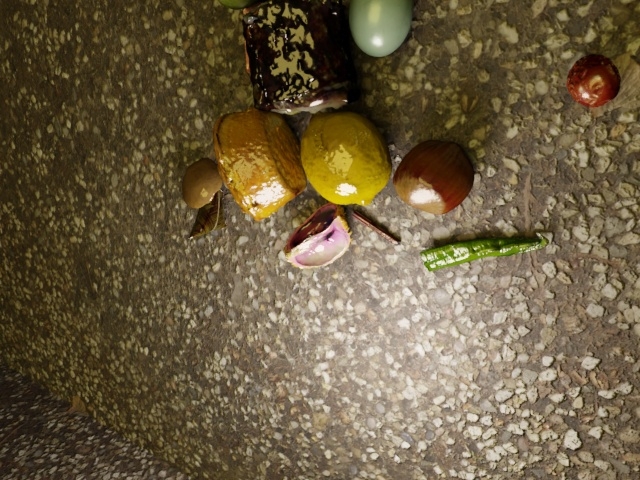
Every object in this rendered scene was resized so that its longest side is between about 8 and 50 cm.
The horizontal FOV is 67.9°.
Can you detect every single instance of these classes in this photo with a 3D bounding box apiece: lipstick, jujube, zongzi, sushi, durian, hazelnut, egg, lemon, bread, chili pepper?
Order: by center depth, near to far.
[{"bbox_3d":[0.620,-0.360,1.078,0.112,0.176,0.109,26,120,13],"label":"jujube"},{"bbox_3d":[0.160,-0.607,1.254,0.168,0.168,0.230,13,109,25],"label":"egg"},{"bbox_3d":[0.304,-0.177,1.302,0.210,0.186,0.210,20,119,41],"label":"hazelnut"},{"bbox_3d":[-0.056,-0.506,1.322,0.300,0.281,0.294,-9,109,3],"label":"sushi"},{"bbox_3d":[0.456,0.025,1.344,0.359,0.076,0.085,-15,125,34],"label":"chili pepper"},{"bbox_3d":[0.071,-0.243,1.370,0.254,0.253,0.310,-34,84,32],"label":"lemon"},{"bbox_3d":[-0.172,-0.239,1.455,0.204,0.358,0.336,-13,105,14],"label":"bread"},{"bbox_3d":[0.177,-0.038,1.505,0.177,0.027,0.027,35,118,13],"label":"lipstick"},{"bbox_3d":[0.006,-0.003,1.551,0.261,0.153,0.186,-22,117,26],"label":"durian"},{"bbox_3d":[-0.418,-0.113,1.706,0.084,0.184,0.187,5,108,26],"label":"zongzi"}]

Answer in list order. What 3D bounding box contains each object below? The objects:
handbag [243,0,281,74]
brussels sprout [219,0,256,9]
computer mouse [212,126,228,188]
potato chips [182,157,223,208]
[{"bbox_3d":[-0.161,-0.627,1.486,0.158,0.059,0.212,9,111,27],"label":"handbag"},{"bbox_3d":[-0.219,-0.827,1.344,0.274,0.243,0.316,-14,72,62],"label":"brussels sprout"},{"bbox_3d":[-0.305,-0.281,1.602,0.082,0.145,0.236,-9,135,-5],"label":"computer mouse"},{"bbox_3d":[-0.439,-0.216,1.704,0.195,0.062,0.208,-21,62,29],"label":"potato chips"}]
